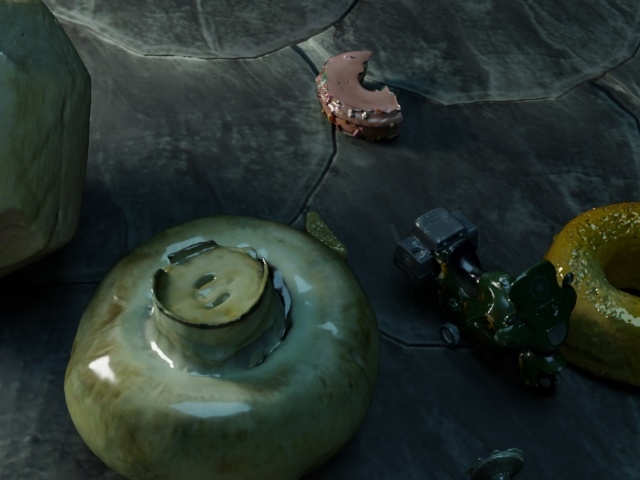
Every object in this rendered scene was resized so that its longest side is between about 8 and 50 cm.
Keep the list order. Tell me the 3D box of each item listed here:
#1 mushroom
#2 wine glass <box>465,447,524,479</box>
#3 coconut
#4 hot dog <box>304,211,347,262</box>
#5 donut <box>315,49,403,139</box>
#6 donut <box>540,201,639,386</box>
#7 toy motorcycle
[{"bbox_3d":[-0.108,0.119,1.269,0.352,0.260,0.352,0,45,0],"label":"mushroom"},{"bbox_3d":[0.214,0.308,1.256,0.072,0.072,0.155,-8,49,-12],"label":"wine glass"},{"bbox_3d":[-0.455,-0.112,1.379,0.345,0.415,0.415,3,42,-39],"label":"coconut"},{"bbox_3d":[0.000,0.000,1.534,0.034,0.030,0.090,-24,54,-22],"label":"hot dog"},{"bbox_3d":[0.047,-0.208,1.699,0.117,0.065,0.166,-10,49,-16],"label":"donut"},{"bbox_3d":[0.408,0.060,1.465,0.277,0.108,0.277,2,49,-3],"label":"donut"},{"bbox_3d":[0.200,0.060,1.396,0.125,0.187,0.275,-29,56,-26],"label":"toy motorcycle"}]
